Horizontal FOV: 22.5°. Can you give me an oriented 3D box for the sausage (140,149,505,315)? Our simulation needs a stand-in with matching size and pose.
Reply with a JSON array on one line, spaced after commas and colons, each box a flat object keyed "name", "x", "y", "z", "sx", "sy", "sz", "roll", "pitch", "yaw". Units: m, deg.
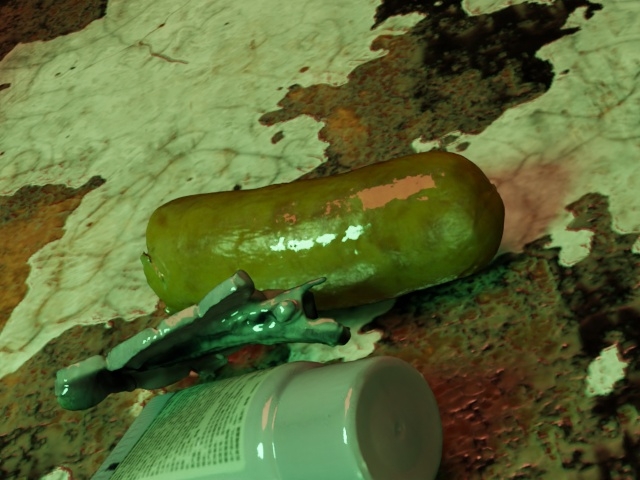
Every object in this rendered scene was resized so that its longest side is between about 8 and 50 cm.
[{"name": "sausage", "x": -0.001, "y": -0.002, "z": 1.158, "sx": 0.270, "sy": 0.109, "sz": 0.109, "roll": -9, "pitch": 35, "yaw": 25}]

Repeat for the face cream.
[{"name": "face cream", "x": -0.055, "y": 0.135, "z": 1.022, "sx": 0.273, "sy": 0.096, "sz": 0.154, "roll": -13, "pitch": 32, "yaw": 41}]

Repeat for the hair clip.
[{"name": "hair clip", "x": -0.069, "y": 0.066, "z": 1.083, "sx": 0.187, "sy": 0.056, "sz": 0.146, "roll": -18, "pitch": -12, "yaw": 20}]
